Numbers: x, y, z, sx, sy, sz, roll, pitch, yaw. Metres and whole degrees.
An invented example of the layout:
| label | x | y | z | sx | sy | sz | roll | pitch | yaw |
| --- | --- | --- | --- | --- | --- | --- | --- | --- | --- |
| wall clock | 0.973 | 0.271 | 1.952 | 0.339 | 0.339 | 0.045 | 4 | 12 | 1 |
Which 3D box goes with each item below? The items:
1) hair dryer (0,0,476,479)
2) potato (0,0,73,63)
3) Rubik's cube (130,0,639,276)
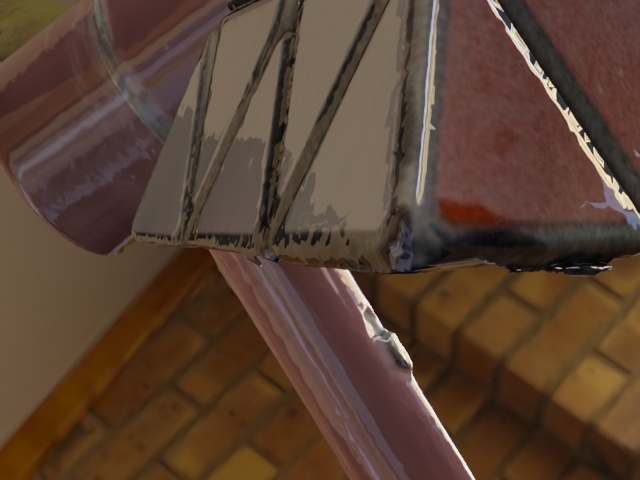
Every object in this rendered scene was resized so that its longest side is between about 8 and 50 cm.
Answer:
| label | x | y | z | sx | sy | sz | roll | pitch | yaw |
| --- | --- | --- | --- | --- | --- | --- | --- | --- | --- |
| hair dryer | 0.000 | 0.000 | 0.817 | 0.210 | 0.352 | 0.125 | -33 | -4 | 22 |
| potato | -0.232 | -0.137 | 1.263 | 0.160 | 0.272 | 0.111 | 42 | -117 | -40 |
| Rubik's cube | 0.058 | -0.063 | 0.516 | 0.228 | 0.233 | 0.228 | -38 | -34 | -14 |
